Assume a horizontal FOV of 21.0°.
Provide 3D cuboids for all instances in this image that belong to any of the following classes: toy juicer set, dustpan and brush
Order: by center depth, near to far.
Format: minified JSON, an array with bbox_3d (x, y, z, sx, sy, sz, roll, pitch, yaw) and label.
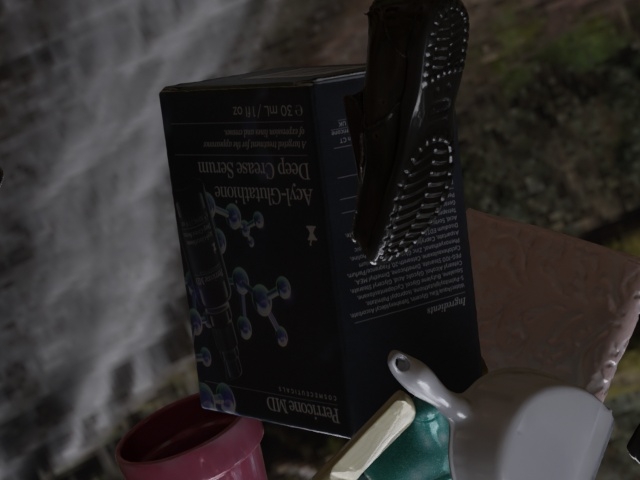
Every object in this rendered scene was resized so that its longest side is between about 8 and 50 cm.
[{"bbox_3d":[0.123,0.137,1.255,0.060,0.211,0.147,5,-118,42],"label":"dustpan and brush"},{"bbox_3d":[0.074,0.209,1.546,0.209,0.329,0.089,-35,-126,21],"label":"toy juicer set"}]

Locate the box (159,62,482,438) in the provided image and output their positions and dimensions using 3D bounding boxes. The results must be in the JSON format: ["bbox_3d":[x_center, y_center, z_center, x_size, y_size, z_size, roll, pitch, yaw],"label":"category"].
[{"bbox_3d":[0.000,0.000,1.990,0.212,0.395,0.293,-14,-169,-38],"label":"box"}]

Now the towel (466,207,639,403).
[{"bbox_3d":[0.292,0.144,2.510,0.317,0.053,0.332,19,-96,34],"label":"towel"}]

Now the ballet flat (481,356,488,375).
[{"bbox_3d":[0.184,0.237,2.256,0.123,0.123,0.348,-21,-147,3],"label":"ballet flat"}]

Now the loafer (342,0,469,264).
[{"bbox_3d":[0.058,-0.089,1.323,0.078,0.220,0.080,23,-158,32],"label":"loafer"}]

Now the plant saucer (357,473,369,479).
[{"bbox_3d":[0.110,0.344,2.071,0.067,0.192,0.018,-34,-170,-38],"label":"plant saucer"}]

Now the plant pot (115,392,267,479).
[{"bbox_3d":[-0.154,0.326,2.337,0.201,0.180,0.201,-20,-163,6],"label":"plant pot"}]

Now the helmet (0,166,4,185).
[{"bbox_3d":[-0.499,-0.101,2.174,0.169,0.161,0.169,-30,-149,21],"label":"helmet"}]

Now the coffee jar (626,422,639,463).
[{"bbox_3d":[0.447,0.259,1.978,0.096,0.184,0.079,-40,163,-42],"label":"coffee jar"}]
